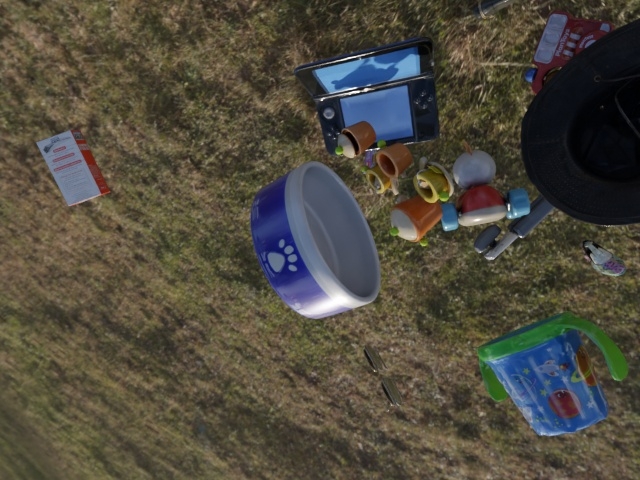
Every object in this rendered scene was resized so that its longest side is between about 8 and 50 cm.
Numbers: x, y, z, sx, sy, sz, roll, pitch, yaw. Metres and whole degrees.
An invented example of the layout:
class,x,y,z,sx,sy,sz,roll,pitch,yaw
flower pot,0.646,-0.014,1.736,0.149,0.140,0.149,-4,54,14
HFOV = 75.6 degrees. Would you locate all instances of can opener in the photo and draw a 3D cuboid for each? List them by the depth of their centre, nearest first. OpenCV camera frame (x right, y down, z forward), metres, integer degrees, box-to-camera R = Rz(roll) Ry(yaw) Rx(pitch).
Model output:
class,x,y,z,sx,sy,sz,roll,pitch,yaw
can opener,0.608,-0.056,1.292,0.095,0.076,0.283,42,98,-8

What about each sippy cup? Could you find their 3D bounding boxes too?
class,x,y,z,sx,sy,sz,roll,pitch,yaw
sippy cup,0.521,0.310,0.952,0.240,0.223,0.305,-23,162,3

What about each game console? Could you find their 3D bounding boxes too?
class,x,y,z,sx,sy,sz,roll,pitch,yaw
game console,0.119,-0.311,0.951,0.294,0.173,0.249,-6,118,17

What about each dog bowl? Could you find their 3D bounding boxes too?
class,x,y,z,sx,sy,sz,roll,pitch,yaw
dog bowl,0.000,0.000,0.733,0.104,0.264,0.264,-24,113,25

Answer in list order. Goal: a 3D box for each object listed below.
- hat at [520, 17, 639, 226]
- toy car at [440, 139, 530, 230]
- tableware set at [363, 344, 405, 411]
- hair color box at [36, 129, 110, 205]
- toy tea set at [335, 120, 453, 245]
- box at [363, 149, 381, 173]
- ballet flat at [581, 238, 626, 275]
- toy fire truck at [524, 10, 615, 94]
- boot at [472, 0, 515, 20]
class,x,y,z,sx,sy,sz,roll,pitch,yaw
hat,0.515,-0.183,0.672,0.332,0.134,0.330,2,93,42
toy car,0.436,-0.164,1.159,0.220,0.210,0.237,-11,86,17
tableware set,0.176,0.405,1.228,0.039,0.194,0.128,-34,154,11
hair color box,-0.617,-0.182,1.035,0.093,0.053,0.167,-19,105,3
toy tea set,0.146,-0.134,0.953,0.336,0.124,0.199,45,163,35
box,0.258,-0.405,1.601,0.057,0.292,0.201,9,-178,-23
ballet flat,0.948,0.050,1.406,0.077,0.221,0.079,-39,98,20
toy fire truck,0.863,-0.614,1.435,0.254,0.170,0.301,38,132,37
boot,0.580,-0.759,1.294,0.137,0.197,0.076,-8,124,46
